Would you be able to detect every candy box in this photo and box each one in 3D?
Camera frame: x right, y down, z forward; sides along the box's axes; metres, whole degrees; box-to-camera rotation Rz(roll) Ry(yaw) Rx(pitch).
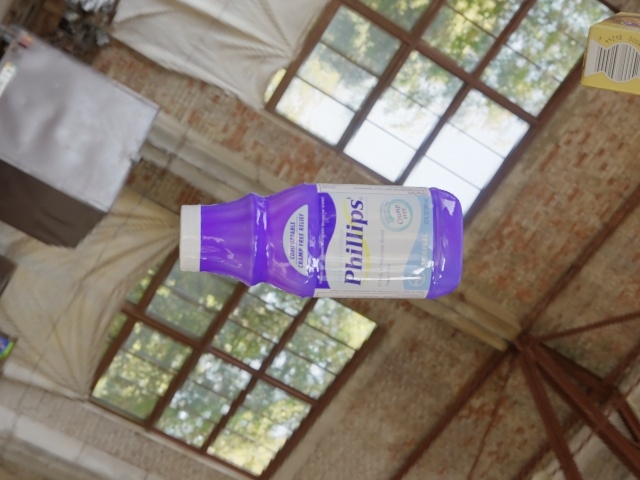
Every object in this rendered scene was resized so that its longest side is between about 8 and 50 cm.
[{"bbox_3d":[0.312,-0.138,0.700,0.109,0.186,0.053,-32,129,-53],"label":"candy box"}]

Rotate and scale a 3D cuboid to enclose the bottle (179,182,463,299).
[{"bbox_3d":[0.000,0.000,0.906,0.092,0.283,0.118,167,-75,-82],"label":"bottle"}]
